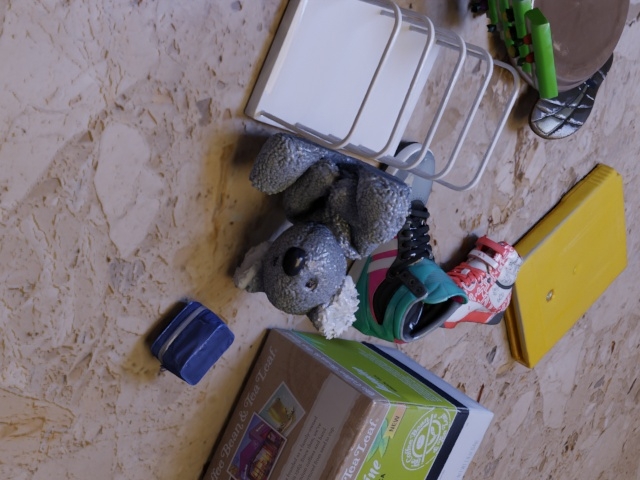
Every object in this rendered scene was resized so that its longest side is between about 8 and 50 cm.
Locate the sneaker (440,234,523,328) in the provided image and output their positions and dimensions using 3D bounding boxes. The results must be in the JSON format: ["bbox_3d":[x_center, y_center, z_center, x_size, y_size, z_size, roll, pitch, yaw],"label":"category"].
[{"bbox_3d":[0.233,0.060,1.580,0.270,0.090,0.145,4,109,-50],"label":"sneaker"}]

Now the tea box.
[{"bbox_3d":[0.030,0.334,1.437,0.324,0.220,0.329,15,102,-48],"label":"tea box"}]

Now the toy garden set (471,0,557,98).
[{"bbox_3d":[0.230,-0.323,1.256,0.049,0.244,0.203,-18,130,2],"label":"toy garden set"}]

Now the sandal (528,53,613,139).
[{"bbox_3d":[0.401,-0.246,1.585,0.090,0.060,0.219,37,68,-14],"label":"sandal"}]

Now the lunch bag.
[{"bbox_3d":[-0.166,0.130,1.234,0.098,0.065,0.067,-48,154,-15],"label":"lunch bag"}]

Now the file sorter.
[{"bbox_3d":[0.088,-0.188,1.215,0.278,0.173,0.192,13,103,-48],"label":"file sorter"}]

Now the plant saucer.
[{"bbox_3d":[0.380,-0.360,1.473,0.278,0.041,0.277,-13,112,-35],"label":"plant saucer"}]

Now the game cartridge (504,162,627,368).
[{"bbox_3d":[0.462,0.046,1.839,0.324,0.053,0.285,-42,137,-23],"label":"game cartridge"}]

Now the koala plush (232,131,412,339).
[{"bbox_3d":[0.000,0.000,1.233,0.221,0.196,0.203,-67,168,8],"label":"koala plush"}]

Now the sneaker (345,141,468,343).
[{"bbox_3d":[0.139,0.022,1.388,0.124,0.178,0.295,0,113,-45],"label":"sneaker"}]
